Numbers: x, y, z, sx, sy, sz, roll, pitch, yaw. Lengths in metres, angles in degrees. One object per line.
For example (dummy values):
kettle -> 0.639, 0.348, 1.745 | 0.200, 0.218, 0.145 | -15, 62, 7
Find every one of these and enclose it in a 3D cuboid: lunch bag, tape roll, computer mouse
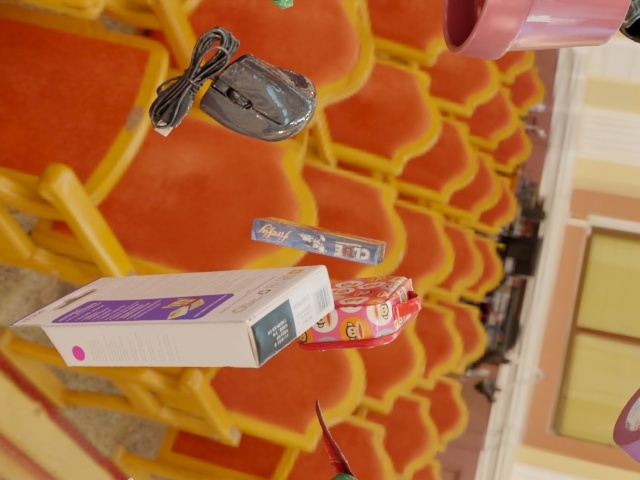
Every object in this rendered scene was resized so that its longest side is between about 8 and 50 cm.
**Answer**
lunch bag -> 0.097, 0.151, 2.105 | 0.293, 0.258, 0.120 | -28, 108, -67
tape roll -> 0.593, 0.301, 1.643 | 0.189, 0.080, 0.189 | -50, -179, 1
computer mouse -> -0.104, -0.202, 1.443 | 0.272, 0.072, 0.188 | 9, 133, -46

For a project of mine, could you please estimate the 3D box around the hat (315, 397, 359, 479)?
hat -> 0.062, 0.420, 1.678 | 0.173, 0.208, 0.184 | -97, -152, -75

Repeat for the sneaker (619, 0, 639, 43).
sneaker -> 0.501, -0.366, 1.436 | 0.293, 0.102, 0.146 | -13, 117, -41

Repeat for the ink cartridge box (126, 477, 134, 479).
ink cartridge box -> -0.332, 0.658, 1.950 | 0.121, 0.289, 0.211 | -33, 137, -21

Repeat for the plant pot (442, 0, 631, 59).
plant pot -> 0.259, -0.308, 1.140 | 0.201, 0.180, 0.202 | -174, -90, -80

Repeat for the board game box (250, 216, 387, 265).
board game box -> 0.000, 0.000, 1.865 | 0.165, 0.243, 0.042 | -11, 113, -81

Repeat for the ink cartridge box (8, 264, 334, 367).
ink cartridge box -> -0.184, 0.091, 1.171 | 0.175, 0.370, 0.069 | -33, 117, -55

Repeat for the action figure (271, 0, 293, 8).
action figure -> -0.082, -0.488, 1.657 | 0.137, 0.063, 0.232 | 88, -9, -64
